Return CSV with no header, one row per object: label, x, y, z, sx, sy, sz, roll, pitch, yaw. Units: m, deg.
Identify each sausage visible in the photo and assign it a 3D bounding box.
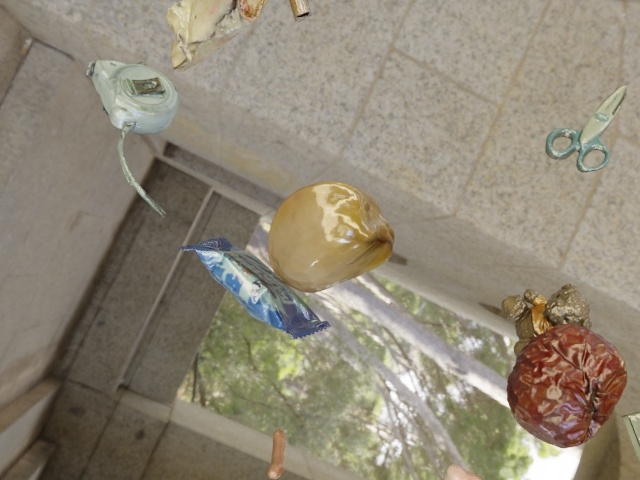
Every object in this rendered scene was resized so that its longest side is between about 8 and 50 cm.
sausage,-0.111,0.561,1.567,0.043,0.043,0.186,-63,-173,14

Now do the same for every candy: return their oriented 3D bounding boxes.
candy,-0.138,0.100,1.293,0.077,0.331,0.187,-55,162,18

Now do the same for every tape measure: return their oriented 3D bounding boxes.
tape measure,-0.315,-0.207,1.129,0.164,0.330,0.084,-17,158,-33

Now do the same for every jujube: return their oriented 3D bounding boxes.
jujube,0.490,0.292,1.217,0.232,0.213,0.213,-53,-174,-10

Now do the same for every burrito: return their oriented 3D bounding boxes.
burrito,-0.224,-0.526,1.345,0.347,0.175,0.107,-31,167,31

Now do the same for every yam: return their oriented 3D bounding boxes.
yam,-0.074,-0.608,1.288,0.046,0.046,0.264,-93,166,-73

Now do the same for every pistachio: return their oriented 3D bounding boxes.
pistachio,0.000,0.000,1.114,0.260,0.212,0.163,-37,-161,30

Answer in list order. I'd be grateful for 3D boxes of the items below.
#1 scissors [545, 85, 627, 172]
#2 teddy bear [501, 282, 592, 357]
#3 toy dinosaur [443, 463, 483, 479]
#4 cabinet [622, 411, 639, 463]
scissors,0.618,-0.259,1.340,0.289,0.138,0.041,-45,152,-25
teddy bear,0.545,0.190,1.419,0.190,0.140,0.177,-37,-134,34
toy dinosaur,0.215,0.457,0.896,0.177,0.194,0.152,-43,153,7
cabinet,0.664,0.359,1.033,0.206,0.150,0.145,-24,-125,24
